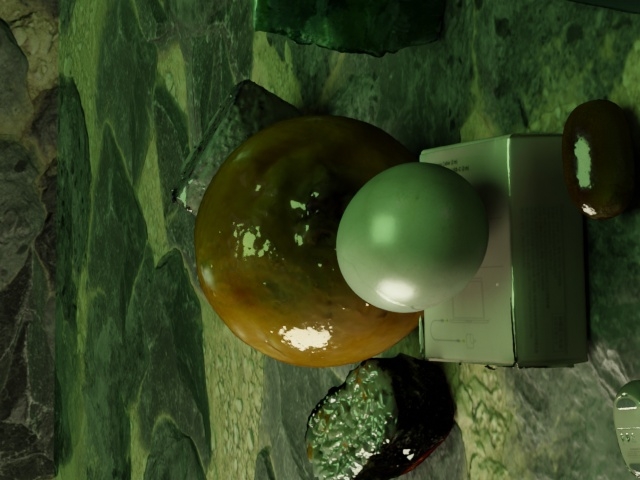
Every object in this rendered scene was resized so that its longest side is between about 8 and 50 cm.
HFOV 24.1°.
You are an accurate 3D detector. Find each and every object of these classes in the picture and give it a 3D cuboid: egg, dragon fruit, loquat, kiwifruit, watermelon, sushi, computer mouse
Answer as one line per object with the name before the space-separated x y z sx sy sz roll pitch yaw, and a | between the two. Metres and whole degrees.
egg | 0.094 0.000 1.590 0.209 0.151 0.151 131 133 -63
dragon fruit | -0.089 -0.100 2.227 0.221 0.204 0.283 -60 10 1
loquat | 0.000 0.000 1.861 0.328 0.329 0.328 179 90 -66
kiwifruit | 0.281 -0.083 1.515 0.075 0.075 0.124 162 110 -66
watermelon | 0.017 -0.385 1.883 0.151 0.264 0.302 113 151 -41
sushi | 0.072 0.238 1.936 0.225 0.126 0.136 125 139 -51
computer mouse | 0.320 0.184 1.471 0.066 0.039 0.096 162 98 -66

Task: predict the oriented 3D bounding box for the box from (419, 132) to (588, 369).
box | 0.197 0.014 1.663 0.203 0.106 0.251 173 95 -67

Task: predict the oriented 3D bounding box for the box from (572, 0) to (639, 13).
box | 0.307 -0.304 1.472 0.230 0.050 0.160 -149 61 -63
